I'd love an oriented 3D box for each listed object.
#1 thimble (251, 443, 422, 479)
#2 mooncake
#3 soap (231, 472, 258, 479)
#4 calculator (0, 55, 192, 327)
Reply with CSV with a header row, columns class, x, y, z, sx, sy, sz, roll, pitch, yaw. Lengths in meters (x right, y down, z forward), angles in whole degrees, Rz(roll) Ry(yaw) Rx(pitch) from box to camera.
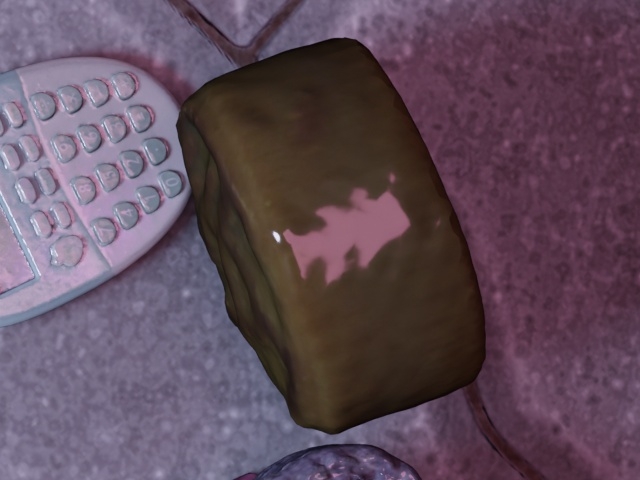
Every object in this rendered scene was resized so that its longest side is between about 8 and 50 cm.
class,x,y,z,sx,sy,sz,roll,pitch,yaw
thimble,0.010,0.221,1.439,0.150,0.098,0.150,3,79,-18
mooncake,0.000,0.000,1.468,0.155,0.284,0.284,-21,93,-10
soap,-0.089,0.289,1.513,0.289,0.112,0.182,-22,95,-17
calculator,-0.234,-0.035,1.525,0.295,0.042,0.184,-26,94,-18
